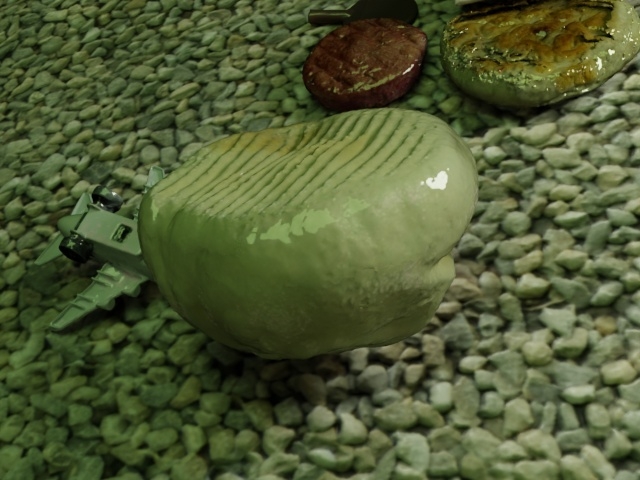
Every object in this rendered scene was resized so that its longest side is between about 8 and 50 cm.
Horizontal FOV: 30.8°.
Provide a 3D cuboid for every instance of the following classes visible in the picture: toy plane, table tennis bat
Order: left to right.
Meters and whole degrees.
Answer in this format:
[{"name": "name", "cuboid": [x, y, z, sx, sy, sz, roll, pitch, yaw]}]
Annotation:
[{"name": "toy plane", "cuboid": [-0.237, 0.008, 1.421, 0.255, 0.101, 0.251, 14, 64, 33]}, {"name": "table tennis bat", "cuboid": [0.051, -0.369, 1.695, 0.170, 0.119, 0.107, 2, 46, 21]}]

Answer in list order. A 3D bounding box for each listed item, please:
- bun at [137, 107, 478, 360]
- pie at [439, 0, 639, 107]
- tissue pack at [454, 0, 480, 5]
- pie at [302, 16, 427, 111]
[{"name": "bun", "cuboid": [0.000, 0.000, 1.249, 0.365, 0.219, 0.365, -12, 26, 6]}, {"name": "pie", "cuboid": [0.289, -0.263, 1.537, 0.274, 0.055, 0.274, -9, 38, 7]}, {"name": "tissue pack", "cuboid": [0.343, -0.395, 1.608, 0.325, 0.071, 0.170, -10, 15, 11]}, {"name": "pie", "cuboid": [0.061, -0.249, 1.615, 0.182, 0.049, 0.182, -12, 43, 12]}]
